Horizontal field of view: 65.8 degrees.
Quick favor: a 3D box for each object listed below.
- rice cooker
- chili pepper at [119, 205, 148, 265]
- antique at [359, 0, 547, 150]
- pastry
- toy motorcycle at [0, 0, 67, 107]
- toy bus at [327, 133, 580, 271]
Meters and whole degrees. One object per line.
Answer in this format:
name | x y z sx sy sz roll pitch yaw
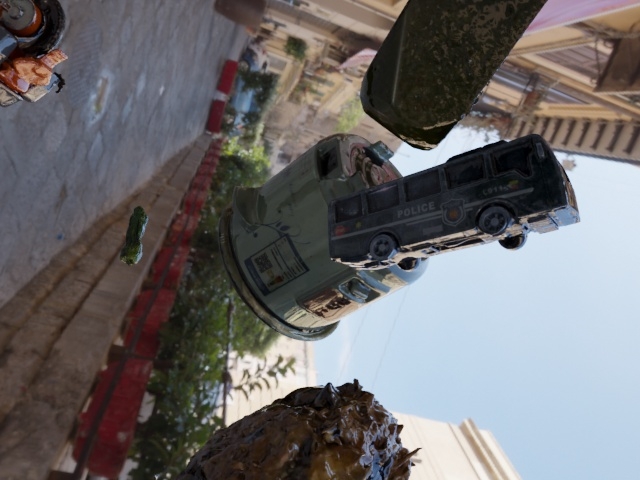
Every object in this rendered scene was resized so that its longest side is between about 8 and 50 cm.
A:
rice cooker | 0.000 0.000 0.751 0.316 0.317 0.264 121 -30 -46
chili pepper | -0.271 -0.005 0.722 0.034 0.030 0.091 115 -18 -69
antique | 0.109 -0.170 0.343 0.220 0.080 0.081 -55 -179 10
pastry | -0.030 0.255 0.463 0.192 0.275 0.275 61 -23 5
toy motorcycle | -0.480 -0.288 0.612 0.221 0.326 0.148 -49 176 -4
toy bus | 0.082 -0.019 0.340 0.166 0.047 0.065 -16 -112 32
